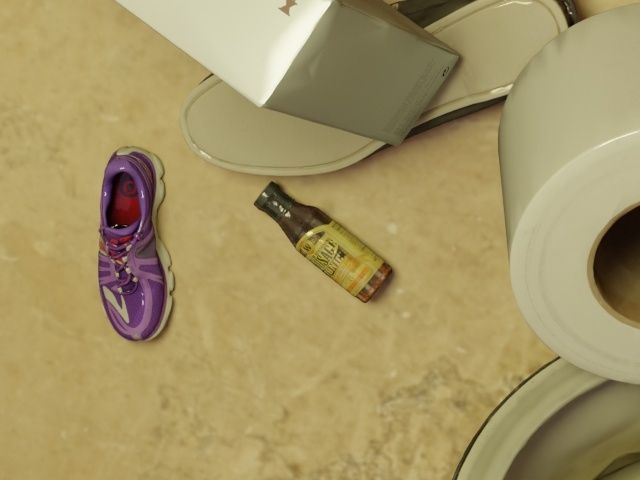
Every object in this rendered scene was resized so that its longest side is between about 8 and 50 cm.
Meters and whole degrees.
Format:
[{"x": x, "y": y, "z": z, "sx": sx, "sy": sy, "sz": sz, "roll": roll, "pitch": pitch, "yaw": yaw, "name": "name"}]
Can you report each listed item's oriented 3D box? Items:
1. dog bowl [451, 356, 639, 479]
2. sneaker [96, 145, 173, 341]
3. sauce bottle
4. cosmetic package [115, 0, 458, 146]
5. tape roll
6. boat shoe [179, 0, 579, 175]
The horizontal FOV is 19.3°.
[{"x": 0.299, "y": 0.264, "z": 1.428, "sx": 0.408, "sy": 0.408, "sz": 0.150, "roll": -2, "pitch": 143, "yaw": 11, "name": "dog bowl"}, {"x": -0.168, "y": 0.006, "z": 1.600, "sx": 0.068, "sy": 0.071, "sz": 0.169, "roll": -2, "pitch": 102, "yaw": 11, "name": "sneaker"}, {"x": 0.000, "y": 0.000, "z": 1.583, "sx": 0.128, "sy": 0.042, "sz": 0.042, "roll": 37, "pitch": 106, "yaw": 2, "name": "sauce bottle"}, {"x": -0.106, "y": -0.219, "z": 1.379, "sx": 0.377, "sy": 0.284, "sz": 0.097, "roll": 37, "pitch": 98, "yaw": 19, "name": "cosmetic package"}, {"x": 0.258, "y": -0.034, "z": 1.416, "sx": 0.246, "sy": 0.169, "sz": 0.246, "roll": 1, "pitch": 127, "yaw": 1, "name": "tape roll"}, {"x": 0.051, "y": -0.133, "z": 1.531, "sx": 0.335, "sy": 0.095, "sz": 0.112, "roll": -15, "pitch": 102, "yaw": 18, "name": "boat shoe"}]
